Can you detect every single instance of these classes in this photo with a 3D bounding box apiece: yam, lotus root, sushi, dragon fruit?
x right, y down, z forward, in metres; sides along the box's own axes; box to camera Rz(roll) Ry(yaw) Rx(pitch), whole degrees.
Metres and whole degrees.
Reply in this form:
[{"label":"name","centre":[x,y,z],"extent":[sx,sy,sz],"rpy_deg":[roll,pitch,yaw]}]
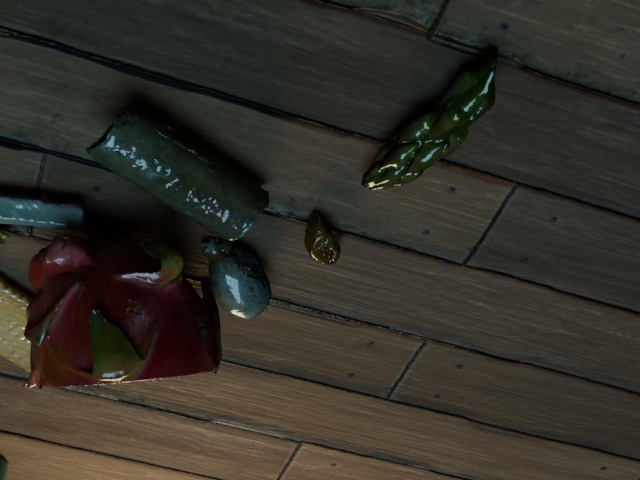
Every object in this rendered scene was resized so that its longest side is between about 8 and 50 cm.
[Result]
[{"label":"yam","centre":[-0.199,-0.095,1.531],"extent":[0.259,0.106,0.106],"rpy_deg":[35,128,-28]},{"label":"lotus root","centre":[-0.130,0.058,1.705],"extent":[0.088,0.088,0.165],"rpy_deg":[-16,123,19]},{"label":"sushi","centre":[0.000,0.000,1.660],"extent":[0.050,0.047,0.099],"rpy_deg":[-18,135,-4]},{"label":"dragon fruit","centre":[-0.303,0.098,1.641],"extent":[0.306,0.225,0.305],"rpy_deg":[-5,177,0]}]

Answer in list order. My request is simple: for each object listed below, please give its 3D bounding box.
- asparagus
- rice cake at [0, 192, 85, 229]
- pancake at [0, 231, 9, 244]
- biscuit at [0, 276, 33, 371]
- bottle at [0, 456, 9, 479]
[{"label":"asparagus","centre":[0.154,-0.146,1.480],"extent":[0.080,0.080,0.287],"rpy_deg":[32,130,-27]},{"label":"rice cake","centre":[-0.495,-0.048,1.640],"extent":[0.291,0.051,0.081],"rpy_deg":[4,170,0]},{"label":"pancake","centre":[-0.530,-0.010,1.669],"extent":[0.108,0.017,0.108],"rpy_deg":[3,165,1]},{"label":"biscuit","centre":[-0.499,0.155,1.856],"extent":[0.160,0.030,0.250],"rpy_deg":[-32,126,30]},{"label":"bottle","centre":[-0.668,0.544,2.084],"extent":[0.082,0.286,0.082],"rpy_deg":[2,137,2]}]
